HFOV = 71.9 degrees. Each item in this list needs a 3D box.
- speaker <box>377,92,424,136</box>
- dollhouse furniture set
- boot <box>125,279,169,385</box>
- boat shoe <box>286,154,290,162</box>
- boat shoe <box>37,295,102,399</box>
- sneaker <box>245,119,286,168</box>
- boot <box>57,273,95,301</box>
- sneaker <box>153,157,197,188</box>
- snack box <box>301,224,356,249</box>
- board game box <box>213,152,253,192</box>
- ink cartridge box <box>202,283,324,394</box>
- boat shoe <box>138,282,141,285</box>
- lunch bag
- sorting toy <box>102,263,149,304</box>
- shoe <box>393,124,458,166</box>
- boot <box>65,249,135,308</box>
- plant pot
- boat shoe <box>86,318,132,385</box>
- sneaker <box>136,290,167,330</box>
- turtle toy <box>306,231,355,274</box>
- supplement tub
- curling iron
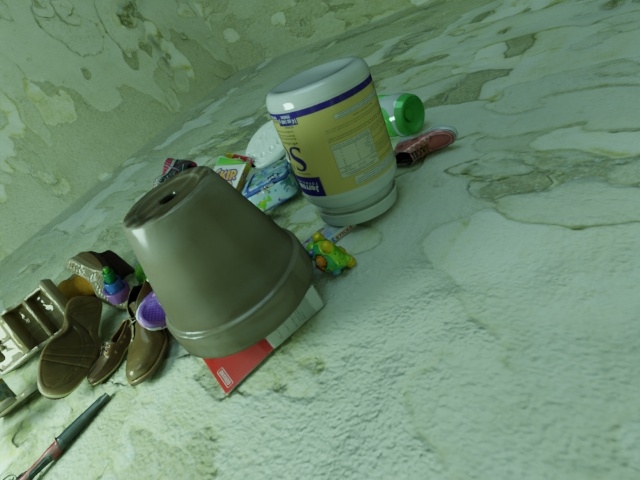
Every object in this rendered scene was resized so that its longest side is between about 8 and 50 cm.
[{"bbox_3d":[0.164,-0.372,1.346,0.297,0.131,0.131,10,51,48],"label":"speaker"},{"bbox_3d":[-0.863,0.256,1.176,0.257,0.362,0.394,-39,2,-8],"label":"dollhouse furniture set"},{"bbox_3d":[-0.437,0.214,1.073,0.113,0.115,0.305,-27,33,5],"label":"boot"},{"bbox_3d":[-0.041,-0.208,1.296,0.184,0.066,0.063,40,53,16],"label":"boat shoe"},{"bbox_3d":[-0.655,0.294,1.170,0.342,0.124,0.123,-116,41,-54],"label":"boat shoe"},{"bbox_3d":[-0.083,-0.340,1.499,0.322,0.236,0.130,-47,69,7],"label":"sneaker"},{"bbox_3d":[-0.818,0.198,1.455,0.295,0.104,0.211,10,57,51],"label":"boot"},{"bbox_3d":[-0.547,-0.212,1.660,0.112,0.120,0.298,2,48,1],"label":"sneaker"},{"bbox_3d":[0.000,0.000,1.074,0.178,0.022,0.064,-37,32,-8],"label":"snack box"},{"bbox_3d":[-0.314,-0.161,1.420,0.124,0.039,0.259,18,82,30],"label":"board game box"},{"bbox_3d":[-0.172,0.154,0.971,0.261,0.066,0.296,-41,32,-16],"label":"ink cartridge box"},{"bbox_3d":[-0.496,0.089,1.330,0.080,0.073,0.223,-24,34,9],"label":"boat shoe"},{"bbox_3d":[-0.154,-0.165,1.346,0.176,0.090,0.219,-26,21,12],"label":"lunch bag"},{"bbox_3d":[-0.451,0.029,1.244,0.127,0.126,0.366,26,47,33],"label":"sorting toy"},{"bbox_3d":[0.263,-0.238,1.141,0.178,0.063,0.081,-7,41,43],"label":"shoe"},{"bbox_3d":[-0.639,0.109,1.387,0.090,0.249,0.207,-57,-5,10],"label":"boot"},{"bbox_3d":[-0.217,0.018,0.871,0.324,0.280,0.323,-21,33,14],"label":"plant pot"},{"bbox_3d":[-0.527,0.277,1.112,0.064,0.060,0.177,-5,41,37],"label":"boat shoe"},{"bbox_3d":[-0.336,0.118,1.068,0.236,0.095,0.104,-39,-8,-36],"label":"sneaker"},{"bbox_3d":[0.011,0.031,0.970,0.066,0.095,0.130,-55,32,5],"label":"turtle toy"},{"bbox_3d":[0.040,-0.225,1.032,0.241,0.331,0.241,-18,29,10],"label":"supplement tub"},{"bbox_3d":[-0.574,0.440,0.952,0.068,0.035,0.274,13,53,49],"label":"curling iron"}]
